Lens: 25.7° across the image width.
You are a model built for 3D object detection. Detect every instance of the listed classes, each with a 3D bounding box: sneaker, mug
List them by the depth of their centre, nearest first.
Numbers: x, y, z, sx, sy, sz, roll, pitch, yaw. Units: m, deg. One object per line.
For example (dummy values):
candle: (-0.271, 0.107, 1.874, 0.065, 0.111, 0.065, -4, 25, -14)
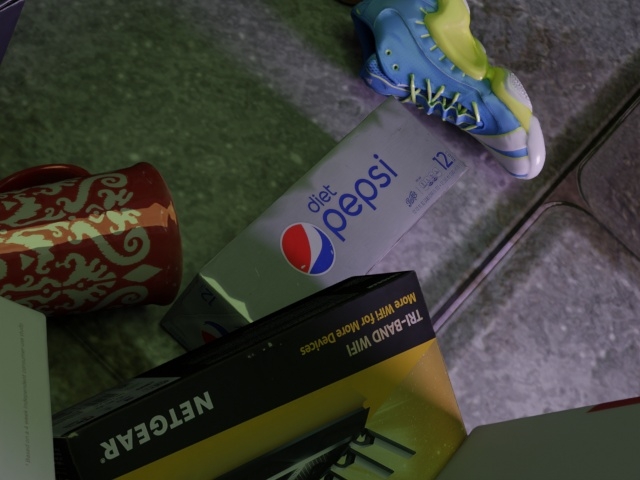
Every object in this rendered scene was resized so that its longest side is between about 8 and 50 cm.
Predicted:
mug: (-0.210, 0.007, 1.062, 0.169, 0.150, 0.113, -11, 102, -28)
sneaker: (0.110, -0.145, 1.337, 0.126, 0.091, 0.240, -27, 79, -12)

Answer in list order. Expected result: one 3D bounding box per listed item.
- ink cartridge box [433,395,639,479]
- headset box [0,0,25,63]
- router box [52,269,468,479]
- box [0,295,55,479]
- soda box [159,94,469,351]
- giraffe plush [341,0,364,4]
ink cartridge box: (0.257, 0.299, 0.921, 0.384, 0.279, 0.160, 53, 53, -11)
headset box: (-0.359, -0.152, 0.974, 0.283, 0.246, 0.131, 43, 51, 4)
router box: (-0.028, 0.185, 0.976, 0.309, 0.081, 0.242, -24, 100, -36)
box: (-0.335, 0.105, 0.776, 0.345, 0.168, 0.215, 28, 33, -35)
soda box: (0.000, 0.000, 1.165, 0.098, 0.091, 0.286, 43, 51, 1)
giraffe plush: (0.063, -0.359, 1.378, 0.210, 0.170, 0.181, 43, 51, 3)
